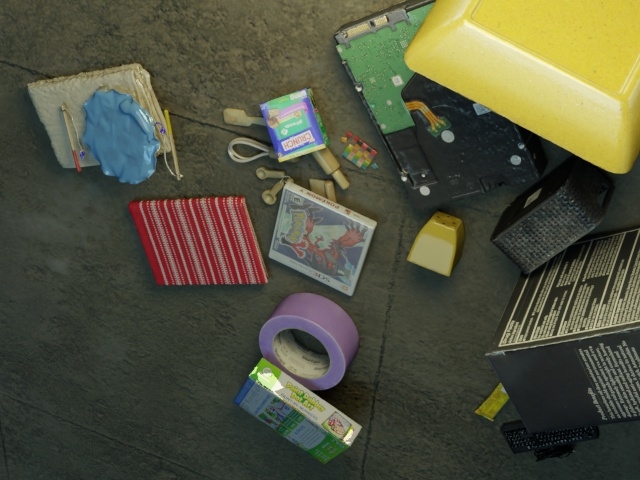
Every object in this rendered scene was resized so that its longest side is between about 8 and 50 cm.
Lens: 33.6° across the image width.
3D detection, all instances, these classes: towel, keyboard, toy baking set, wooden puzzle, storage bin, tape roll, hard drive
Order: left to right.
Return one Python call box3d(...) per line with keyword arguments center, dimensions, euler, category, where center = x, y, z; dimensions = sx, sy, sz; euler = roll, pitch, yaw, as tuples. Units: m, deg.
box3d(center=(-0.421, -0.236, 2.033), dimensions=(0.282, 0.049, 0.187), euler=(-3, 120, 28), category="towel")
box3d(center=(-0.245, 0.001, 2.126), dimensions=(0.274, 0.031, 0.199), euler=(-1, 120, 26), category="towel")
box3d(center=(-0.068, -0.146, 1.923), dimensions=(0.196, 0.030, 0.256), euler=(-20, 112, 37), category="toy baking set")
box3d(center=(-0.023, 0.202, 2.121), dimensions=(0.189, 0.080, 0.189), euler=(14, 129, 18), category="tape roll")
box3d(center=(0.069, -0.154, 1.861), dimensions=(0.083, 0.006, 0.049), euler=(36, 132, 0), category="wooden puzzle")
box3d(center=(0.192, -0.225, 1.706), dimensions=(0.236, 0.064, 0.339), euler=(-15, 116, 35), category="hard drive")
box3d(center=(0.443, 0.384, 2.036), dimensions=(0.192, 0.038, 0.100), euler=(-21, 112, 38), category="keyboard")
box3d(center=(0.371, -0.044, 1.704), dimensions=(0.084, 0.122, 0.180), euler=(43, 132, -7), category="storage bin")

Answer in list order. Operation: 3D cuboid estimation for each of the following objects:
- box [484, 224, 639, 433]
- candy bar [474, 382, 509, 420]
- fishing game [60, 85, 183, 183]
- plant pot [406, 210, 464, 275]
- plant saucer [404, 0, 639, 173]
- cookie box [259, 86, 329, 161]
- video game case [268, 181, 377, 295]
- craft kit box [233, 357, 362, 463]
box3d(center=(0.459, 0.131, 1.671), dimensions=(0.294, 0.296, 0.183), euler=(-14, 116, 36), category="box")
box3d(center=(0.346, 0.296, 2.035), dimensions=(0.040, 0.018, 0.161), euler=(28, 131, 2), category="candy bar")
box3d(center=(-0.371, -0.197, 1.979), dimensions=(0.264, 0.041, 0.189), euler=(3, 115, 32), category="fishing game")
box3d(center=(0.209, -0.002, 1.853), dimensions=(0.081, 0.081, 0.083), euler=(22, 120, 12), category="plant pot")
box3d(center=(0.329, -0.301, 1.399), dimensions=(0.332, 0.333, 0.081), euler=(29, 159, 6), category="plant saucer")
box3d(center=(-0.044, -0.200, 1.833), dimensions=(0.091, 0.040, 0.107), euler=(-16, 100, 18), category="cookie box")
box3d(center=(0.000, 0.000, 1.983), dimensions=(0.183, 0.023, 0.201), euler=(25, 138, 9), category="video game case")
box3d(center=(-0.054, 0.360, 2.207), dimensions=(0.246, 0.061, 0.250), euler=(37, 157, 2), category="craft kit box")
